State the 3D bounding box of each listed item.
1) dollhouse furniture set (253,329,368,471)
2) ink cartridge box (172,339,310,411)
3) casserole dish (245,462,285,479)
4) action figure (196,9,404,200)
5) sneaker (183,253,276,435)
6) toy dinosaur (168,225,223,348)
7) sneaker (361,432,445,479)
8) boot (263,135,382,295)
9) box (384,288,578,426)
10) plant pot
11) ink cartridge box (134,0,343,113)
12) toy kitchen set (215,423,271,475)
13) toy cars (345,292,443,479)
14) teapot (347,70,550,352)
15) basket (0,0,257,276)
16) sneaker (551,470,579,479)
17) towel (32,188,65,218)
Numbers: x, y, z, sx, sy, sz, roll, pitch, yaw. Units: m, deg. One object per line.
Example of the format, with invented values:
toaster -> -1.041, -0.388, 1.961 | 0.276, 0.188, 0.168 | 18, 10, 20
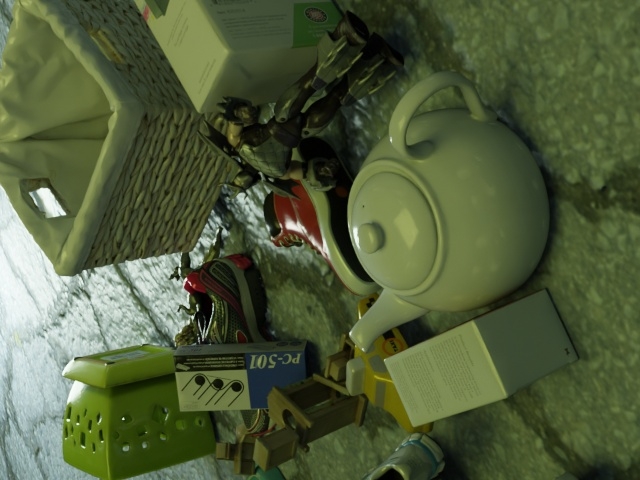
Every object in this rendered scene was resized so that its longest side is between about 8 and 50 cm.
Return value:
dollhouse furniture set -> -0.027, 0.207, 1.326 | 0.101, 0.182, 0.160 | 38, 131, 38
ink cartridge box -> -0.121, 0.212, 1.455 | 0.046, 0.207, 0.097 | -71, -23, -74
casserole dish -> -0.079, 0.470, 1.615 | 0.188, 0.037, 0.114 | 57, 139, 22
action figure -> -0.030, -0.150, 1.151 | 0.285, 0.185, 0.099 | -46, 40, 21
sneaker -> -0.144, 0.177, 1.525 | 0.121, 0.112, 0.299 | -14, 92, 53
toy dinosaur -> -0.223, 0.061, 1.632 | 0.118, 0.064, 0.268 | 39, 126, 33
sneaker -> 0.072, 0.311, 1.140 | 0.071, 0.083, 0.190 | 43, 128, 18
boot -> 0.000, 0.000, 1.300 | 0.176, 0.088, 0.244 | -55, 52, 46
box -> 0.182, 0.137, 1.076 | 0.170, 0.130, 0.091 | -35, 76, 51
plant pot -> -0.353, 0.312, 1.758 | 0.227, 0.228, 0.207 | -1, 96, 53
ink cartridge box -> -0.136, -0.348, 1.237 | 0.353, 0.207, 0.119 | 60, 141, 20
toy kitchen set -> -0.131, 0.353, 1.584 | 0.075, 0.068, 0.083 | -27, 56, 53
toy cars -> 0.106, 0.265, 1.213 | 0.176, 0.087, 0.393 | 173, 80, -76
teapot -> 0.119, -0.029, 1.049 | 0.252, 0.187, 0.256 | -25, 82, 53
basket -> -0.325, -0.177, 1.465 | 0.328, 0.266, 0.331 | 49, 129, 30
sneaker -> 0.278, 0.423, 1.078 | 0.150, 0.135, 0.365 | 32, 136, 32
towel -> -0.541, -0.051, 2.013 | 0.285, 0.034, 0.209 | -21, 87, 53
